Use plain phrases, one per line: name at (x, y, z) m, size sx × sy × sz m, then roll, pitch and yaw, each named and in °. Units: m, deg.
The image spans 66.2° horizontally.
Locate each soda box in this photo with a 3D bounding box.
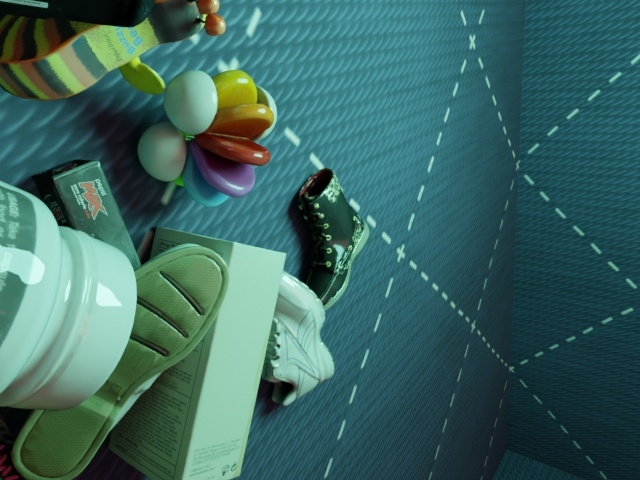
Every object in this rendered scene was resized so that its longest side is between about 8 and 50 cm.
soda box at (-0.266, -0.007, 0.579) m, size 0.060 × 0.053 × 0.169 m, roll -39°, pitch 127°, yaw -42°

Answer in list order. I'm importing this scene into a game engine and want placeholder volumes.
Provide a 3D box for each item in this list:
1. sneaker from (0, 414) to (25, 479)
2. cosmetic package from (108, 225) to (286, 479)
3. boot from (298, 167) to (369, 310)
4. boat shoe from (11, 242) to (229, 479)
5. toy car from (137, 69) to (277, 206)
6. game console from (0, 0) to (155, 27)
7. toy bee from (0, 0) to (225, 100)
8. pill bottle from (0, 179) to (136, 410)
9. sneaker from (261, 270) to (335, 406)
sneaker at (-0.343, 0.255, 0.520) m, size 0.063 × 0.074 × 0.170 m, roll -21°, pitch 115°, yaw -49°
cosmetic package at (-0.166, 0.148, 0.663) m, size 0.113 × 0.160 × 0.310 m, roll 17°, pitch 86°, yaw -55°
boot at (-0.001, -0.001, 0.917) m, size 0.236 × 0.085 × 0.179 m, roll -60°, pitch 136°, yaw -31°
boat shoe at (-0.226, 0.122, 0.567) m, size 0.113 × 0.103 × 0.302 m, roll 43°, pitch 84°, yaw -16°
toy car at (-0.128, -0.120, 0.636) m, size 0.159 × 0.136 × 0.182 m, roll -9°, pitch 147°, yaw -54°
game console at (-0.286, -0.193, 0.316) m, size 0.361 × 0.213 × 0.044 m, roll -7°, pitch 75°, yaw -35°
toy bee at (-0.184, -0.238, 0.479) m, size 0.298 × 0.162 × 0.195 m, roll -54°, pitch 161°, yaw 5°
pill bottle at (-0.338, 0.023, 0.364) m, size 0.361 × 0.204 × 0.204 m, roll 33°, pitch 72°, yaw -51°
sneaker at (-0.059, 0.176, 0.863) m, size 0.129 × 0.111 × 0.297 m, roll -39°, pitch 127°, yaw -34°
